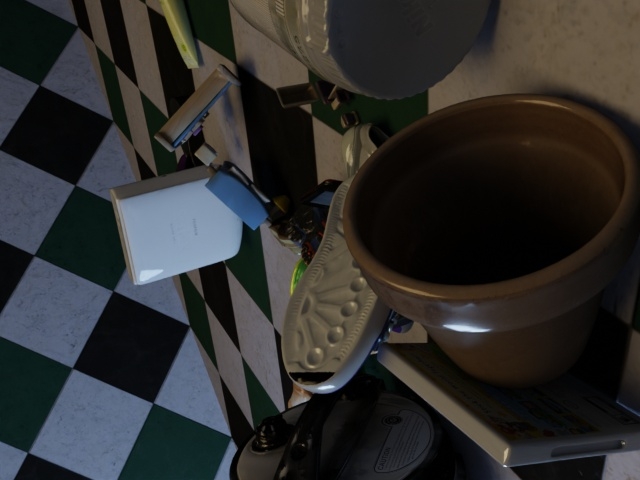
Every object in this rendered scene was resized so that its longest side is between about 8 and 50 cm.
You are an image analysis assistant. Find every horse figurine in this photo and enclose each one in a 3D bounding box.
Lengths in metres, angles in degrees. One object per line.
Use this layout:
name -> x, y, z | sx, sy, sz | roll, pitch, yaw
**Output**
horse figurine -> -0.025, 0.394, 1.721 | 0.174, 0.066, 0.263 | 45, 145, 38

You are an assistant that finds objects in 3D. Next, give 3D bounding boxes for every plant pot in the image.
plant pot -> 0.177, 0.026, 0.709 | 0.263, 0.263, 0.229 | 46, 165, 48

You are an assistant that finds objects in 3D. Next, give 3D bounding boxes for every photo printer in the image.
photo printer -> -0.341, -0.046, 1.790 | 0.107, 0.307, 0.256 | 38, 138, 53

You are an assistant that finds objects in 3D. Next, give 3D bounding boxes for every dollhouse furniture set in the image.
dollhouse furniture set -> -0.166, -0.202, 1.576 | 0.303, 0.198, 0.286 | 43, -173, -12
dollhouse furniture set -> 0.002, -0.216, 1.081 | 0.091, 0.114, 0.081 | 69, 155, 13

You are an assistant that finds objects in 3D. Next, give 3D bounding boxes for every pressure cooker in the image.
pressure cooker -> 0.047, 0.434, 1.148 | 0.370, 0.375, 0.420 | -157, 51, -67

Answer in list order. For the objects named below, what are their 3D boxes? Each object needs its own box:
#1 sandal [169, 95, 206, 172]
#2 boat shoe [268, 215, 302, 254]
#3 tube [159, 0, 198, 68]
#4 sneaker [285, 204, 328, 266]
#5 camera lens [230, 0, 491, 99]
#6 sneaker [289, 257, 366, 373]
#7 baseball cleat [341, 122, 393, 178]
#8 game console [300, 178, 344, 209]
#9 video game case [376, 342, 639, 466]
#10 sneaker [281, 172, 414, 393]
sandal -> -0.363, -0.173, 2.020 | 0.167, 0.107, 0.446 | 3, 110, 68
boat shoe -> -0.050, -0.004, 1.466 | 0.072, 0.068, 0.190 | 64, 171, -15
tube -> -0.346, -0.534, 1.751 | 0.070, 0.062, 0.240 | -59, -43, -62
sneaker -> 0.000, 0.000, 1.306 | 0.087, 0.083, 0.221 | 34, -161, -31
camera lens -> 0.027, -0.298, 0.799 | 0.274, 0.219, 0.219 | 47, 149, 46
sneaker -> 0.033, 0.162, 1.363 | 0.123, 0.109, 0.295 | -11, 99, 50
baseball cleat -> 0.085, -0.069, 1.056 | 0.109, 0.072, 0.206 | -1, 110, 61
game console -> 0.040, -0.036, 1.181 | 0.144, 0.124, 0.085 | 152, 126, -68
video game case -> 0.204, 0.164, 0.777 | 0.227, 0.206, 0.026 | 34, 116, 58
sneaker -> 0.076, 0.092, 0.943 | 0.130, 0.323, 0.236 | -5, 140, 29
